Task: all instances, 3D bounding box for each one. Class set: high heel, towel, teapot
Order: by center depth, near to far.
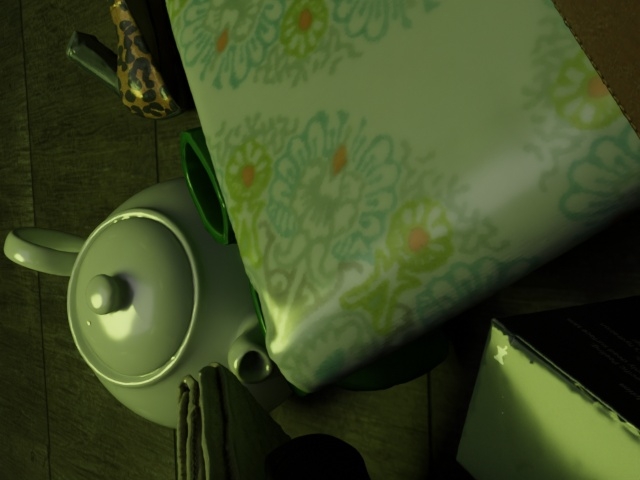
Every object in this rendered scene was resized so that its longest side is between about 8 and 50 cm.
[{"bbox_3d":[0.054,-0.136,0.666,0.320,0.090,0.374,-36,59,31],"label":"towel"},{"bbox_3d":[-0.006,0.225,0.746,0.049,0.282,0.187,-33,29,10],"label":"towel"},{"bbox_3d":[-0.136,0.051,0.921,0.256,0.187,0.253,-31,68,29],"label":"teapot"},{"bbox_3d":[-0.177,-0.270,1.130,0.186,0.093,0.261,36,117,29],"label":"high heel"}]

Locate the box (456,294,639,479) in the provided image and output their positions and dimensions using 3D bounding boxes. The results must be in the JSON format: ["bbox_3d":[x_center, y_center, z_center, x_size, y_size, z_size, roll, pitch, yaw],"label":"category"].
[{"bbox_3d":[0.181,0.104,0.518,0.156,0.158,0.093,41,128,49],"label":"box"}]

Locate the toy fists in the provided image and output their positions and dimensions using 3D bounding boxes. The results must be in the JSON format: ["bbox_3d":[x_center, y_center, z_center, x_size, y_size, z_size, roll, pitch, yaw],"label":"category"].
[{"bbox_3d":[0.000,0.000,0.811,0.096,0.142,0.279,97,150,-48],"label":"toy fists"}]

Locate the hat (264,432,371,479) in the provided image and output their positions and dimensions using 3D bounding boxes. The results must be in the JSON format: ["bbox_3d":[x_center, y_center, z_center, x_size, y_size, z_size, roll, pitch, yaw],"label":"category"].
[{"bbox_3d":[0.098,0.247,0.663,0.134,0.331,0.331,-31,62,12],"label":"hat"}]

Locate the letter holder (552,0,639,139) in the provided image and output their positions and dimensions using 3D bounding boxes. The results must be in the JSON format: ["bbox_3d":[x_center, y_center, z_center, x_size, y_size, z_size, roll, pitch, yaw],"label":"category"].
[{"bbox_3d":[0.214,-0.092,0.366,0.214,0.152,0.302,80,168,-63],"label":"letter holder"}]
